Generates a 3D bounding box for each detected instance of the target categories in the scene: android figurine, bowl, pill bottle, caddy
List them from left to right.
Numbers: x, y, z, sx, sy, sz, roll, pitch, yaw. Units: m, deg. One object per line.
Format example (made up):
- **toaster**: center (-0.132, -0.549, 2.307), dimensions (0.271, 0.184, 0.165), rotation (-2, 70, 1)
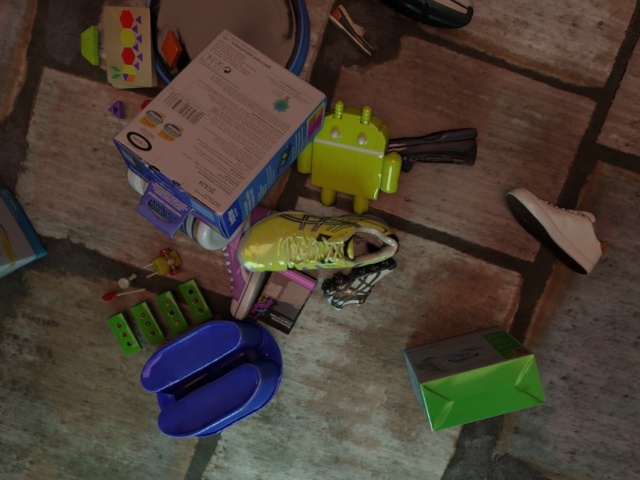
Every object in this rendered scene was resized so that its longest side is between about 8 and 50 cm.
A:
- **pill bottle**: center (-0.305, -0.106, 1.246), dimensions (0.265, 0.153, 0.153), rotation (33, 97, 20)
- **caddy**: center (-0.261, 0.335, 1.332), dimensions (0.341, 0.179, 0.241), rotation (-29, 75, 4)
- **bowl**: center (-0.220, -0.491, 1.265), dimensions (0.392, 0.077, 0.390), rotation (0, 98, -1)
- **android figurine**: center (0.065, -0.189, 1.247), dimensions (0.248, 0.056, 0.272), rotation (16, 130, 13)

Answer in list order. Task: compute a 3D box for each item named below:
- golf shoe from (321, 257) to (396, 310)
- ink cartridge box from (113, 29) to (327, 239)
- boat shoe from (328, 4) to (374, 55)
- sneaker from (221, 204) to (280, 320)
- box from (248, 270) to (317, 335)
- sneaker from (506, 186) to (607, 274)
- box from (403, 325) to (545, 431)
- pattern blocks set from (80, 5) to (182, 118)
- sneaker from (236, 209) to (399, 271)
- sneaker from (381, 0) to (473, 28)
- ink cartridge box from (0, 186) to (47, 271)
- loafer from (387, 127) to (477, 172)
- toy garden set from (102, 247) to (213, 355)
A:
- **golf shoe**: center (0.105, 0.107, 1.359), dimensions (0.198, 0.077, 0.093), rotation (-23, 112, 7)
- **ink cartridge box**: center (-0.213, -0.194, 1.100), dimensions (0.270, 0.151, 0.395), rotation (36, 72, 9)
- **boat shoe**: center (0.079, -0.493, 1.281), dimensions (0.137, 0.049, 0.043), rotation (45, 93, -1)
- **sneaker**: center (-0.209, 0.044, 1.334), dimensions (0.161, 0.102, 0.281), rotation (15, 87, 1)
- **box**: center (-0.095, 0.144, 1.377), dimensions (0.116, 0.029, 0.162), rotation (29, 96, -3)
- **sneaker**: center (0.577, -0.051, 1.326), dimensions (0.290, 0.106, 0.123), rotation (40, 86, -13)
- **box**: center (0.356, 0.323, 1.302), dimensions (0.262, 0.231, 0.126), rotation (-15, 98, 2)
- **pattern blocks set**: center (-0.434, -0.435, 1.242), dimensions (0.286, 0.026, 0.324), rotation (20, 114, 20)
- **sneaker**: center (0.000, 0.000, 1.253), dimensions (0.385, 0.147, 0.145), rotation (-9, 101, -16)
- **sneaker**: center (0.179, -0.670, 1.194), dimensions (0.448, 0.169, 0.257), rotation (28, 99, -2)
- **ink cartridge box**: center (-0.815, 0.010, 1.234), dimensions (0.198, 0.270, 0.197), rotation (-27, 97, 3)
- **loafer**: center (0.228, -0.202, 1.295), dimensions (0.303, 0.109, 0.095), rotation (-10, 103, -1)
- **toy garden set**: center (-0.420, 0.147, 1.369), dimensions (0.244, 0.049, 0.203), rotation (-24, 99, 4)
